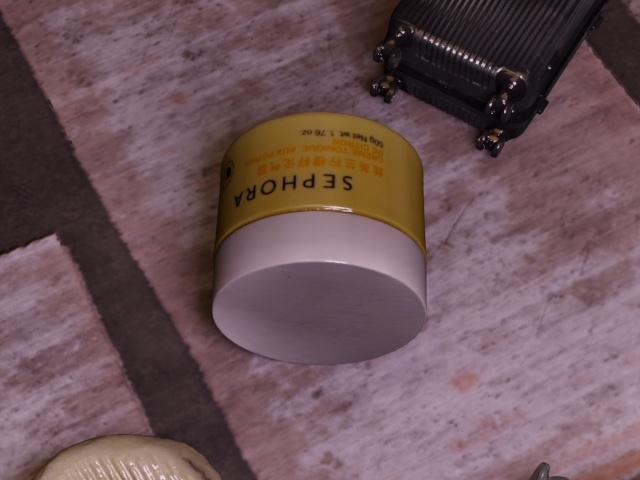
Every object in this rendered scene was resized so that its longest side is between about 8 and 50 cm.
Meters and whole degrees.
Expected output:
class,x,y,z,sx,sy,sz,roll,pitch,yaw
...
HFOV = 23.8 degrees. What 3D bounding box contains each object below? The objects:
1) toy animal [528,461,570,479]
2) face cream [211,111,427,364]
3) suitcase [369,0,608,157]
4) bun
class,x,y,z,sx,sy,sz,roll,pitch,yaw
toy animal,0.290,0.323,1.455,0.251,0.127,0.125,32,51,1
face cream,0.000,0.000,1.564,0.218,0.218,0.179,1,58,0
suitcase,0.206,-0.261,1.775,0.202,0.128,0.312,27,63,14
bun,-0.181,0.288,1.453,0.222,0.127,0.222,2,75,-8
